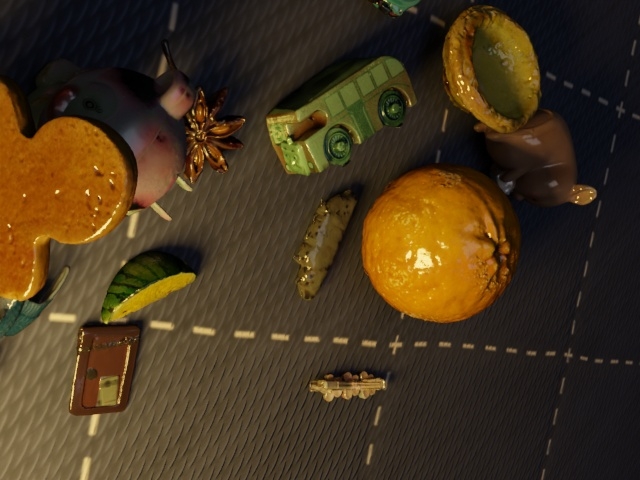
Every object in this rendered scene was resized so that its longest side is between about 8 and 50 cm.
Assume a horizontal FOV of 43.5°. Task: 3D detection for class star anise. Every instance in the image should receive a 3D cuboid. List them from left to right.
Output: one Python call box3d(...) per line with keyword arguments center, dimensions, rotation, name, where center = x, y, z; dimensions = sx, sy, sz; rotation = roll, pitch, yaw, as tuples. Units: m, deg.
box3d(center=(-0.204, -0.213, 1.360), dimensions=(0.177, 0.073, 0.234), rotation=(1, 115, -32), name="star anise")

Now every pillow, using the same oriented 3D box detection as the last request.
box3d(center=(0.000, -0.001, 1.594), dimensions=(0.093, 0.051, 0.241), rotation=(33, 78, -44), name="pillow")

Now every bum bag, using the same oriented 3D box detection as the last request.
box3d(center=(-0.367, 0.218, 1.356), dimensions=(0.109, 0.026, 0.159), rotation=(5, 101, -40), name="bum bag")

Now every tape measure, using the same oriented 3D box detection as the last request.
box3d(center=(0.145, -0.514, 1.589), dimensions=(0.125, 0.081, 0.146), rotation=(45, 66, -18), name="tape measure")

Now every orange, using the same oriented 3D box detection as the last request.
box3d(center=(0.260, 0.008, 1.654), dimensions=(0.340, 0.293, 0.341), rotation=(-11, 107, -40), name="orange")

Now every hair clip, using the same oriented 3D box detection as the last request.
box3d(center=(0.055, 0.311, 1.709), dimensions=(0.214, 0.056, 0.062), rotation=(11, 76, -49), name="hair clip")

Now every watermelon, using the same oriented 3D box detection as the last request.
box3d(center=(-0.282, 0.074, 1.359), dimensions=(0.181, 0.075, 0.092), rotation=(-23, 117, -36), name="watermelon")

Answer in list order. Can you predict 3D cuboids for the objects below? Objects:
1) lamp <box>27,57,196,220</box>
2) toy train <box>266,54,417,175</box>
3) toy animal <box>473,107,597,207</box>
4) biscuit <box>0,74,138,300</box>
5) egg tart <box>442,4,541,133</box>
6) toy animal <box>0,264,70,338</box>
box3d(center=(-0.309, -0.129, 1.147), dimensions=(0.247, 0.301, 0.247), rotation=(-55, 130, -17), name="lamp")
box3d(center=(0.046, -0.249, 1.536), dimensions=(0.326, 0.129, 0.159), rotation=(-37, 115, -28), name="toy train")
box3d(center=(0.500, -0.186, 1.885), dimensions=(0.212, 0.195, 0.256), rotation=(-25, 120, -6), name="toy animal")
box3d(center=(-0.408, -0.065, 1.015), dimensions=(0.064, 0.432, 0.283), rotation=(-20, 103, -68), name="biscuit")
box3d(center=(0.362, -0.369, 1.762), dimensions=(0.294, 0.123, 0.294), rotation=(5, 81, -38), name="egg tart")
box3d(center=(-0.467, 0.111, 1.171), dimensions=(0.176, 0.255, 0.239), rotation=(57, 20, -6), name="toy animal")
